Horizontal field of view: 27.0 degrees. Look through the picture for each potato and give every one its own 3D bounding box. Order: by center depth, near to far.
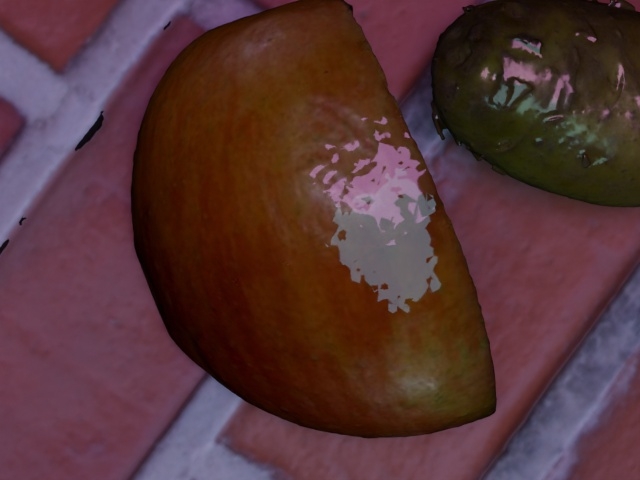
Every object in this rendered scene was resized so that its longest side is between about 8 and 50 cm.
[{"bbox_3d":[0.200,-0.102,0.981,0.251,0.113,0.150,10,81,-13],"label":"potato"}]

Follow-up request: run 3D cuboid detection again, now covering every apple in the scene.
[{"bbox_3d":[0.000,0.000,0.956,0.179,0.254,0.346,-27,94,-47],"label":"apple"}]
